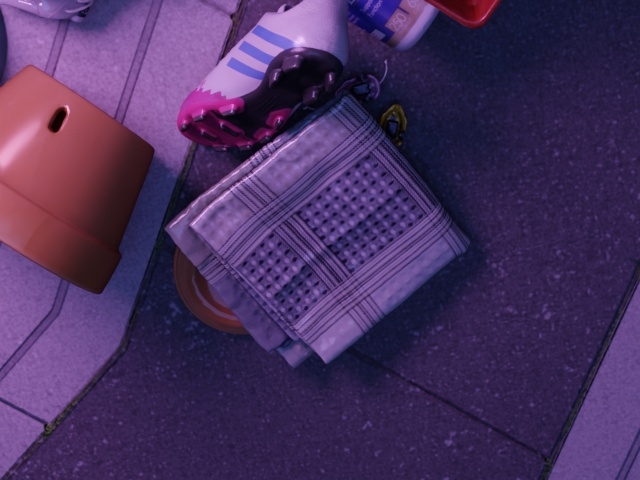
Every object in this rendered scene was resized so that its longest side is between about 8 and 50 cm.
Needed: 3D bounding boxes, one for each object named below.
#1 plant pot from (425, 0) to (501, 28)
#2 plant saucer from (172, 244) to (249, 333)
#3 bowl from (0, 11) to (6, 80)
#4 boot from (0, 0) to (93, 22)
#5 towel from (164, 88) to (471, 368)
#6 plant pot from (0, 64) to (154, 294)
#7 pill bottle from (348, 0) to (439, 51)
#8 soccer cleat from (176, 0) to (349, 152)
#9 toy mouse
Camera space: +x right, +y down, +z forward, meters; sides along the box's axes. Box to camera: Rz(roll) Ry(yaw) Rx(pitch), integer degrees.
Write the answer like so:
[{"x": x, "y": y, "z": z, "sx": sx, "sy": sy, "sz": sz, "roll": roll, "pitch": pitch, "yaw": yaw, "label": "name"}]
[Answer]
[{"x": 0.149, "y": -0.457, "z": 1.572, "sx": 0.267, "sy": 0.235, "sz": 0.267, "roll": 30, "pitch": 119, "yaw": -9, "label": "plant pot"}, {"x": -0.111, "y": 0.043, "z": 1.897, "sx": 0.200, "sy": 0.037, "sz": 0.200, "roll": 0, "pitch": 107, "yaw": 1, "label": "plant saucer"}, {"x": -0.583, "y": -0.252, "z": 1.744, "sx": 0.312, "sy": 0.163, "sz": 0.311, "roll": 0, "pitch": 107, "yaw": 1, "label": "bowl"}, {"x": -0.302, "y": -0.347, "z": 1.758, "sx": 0.258, "sy": 0.095, "sz": 0.123, "roll": 9, "pitch": 113, "yaw": 6, "label": "boot"}, {"x": 0.000, "y": 0.000, "z": 1.827, "sx": 0.324, "sy": 0.056, "sz": 0.312, "roll": -37, "pitch": 119, "yaw": 7, "label": "towel"}, {"x": -0.352, "y": -0.091, "z": 1.746, "sx": 0.291, "sy": 0.291, "sz": 0.203, "roll": 35, "pitch": 88, "yaw": -10, "label": "plant pot"}, {"x": 0.036, "y": -0.369, "z": 1.708, "sx": 0.265, "sy": 0.153, "sz": 0.153, "roll": 30, "pitch": 105, "yaw": -8, "label": "pill bottle"}, {"x": -0.068, "y": -0.220, "z": 1.741, "sx": 0.116, "sy": 0.143, "sz": 0.331, "roll": 26, "pitch": 151, "yaw": -29, "label": "soccer cleat"}, {"x": 0.047, "y": -0.173, "z": 1.831, "sx": 0.143, "sy": 0.031, "sz": 0.161, "roll": 6, "pitch": 108, "yaw": -2, "label": "toy mouse"}]
